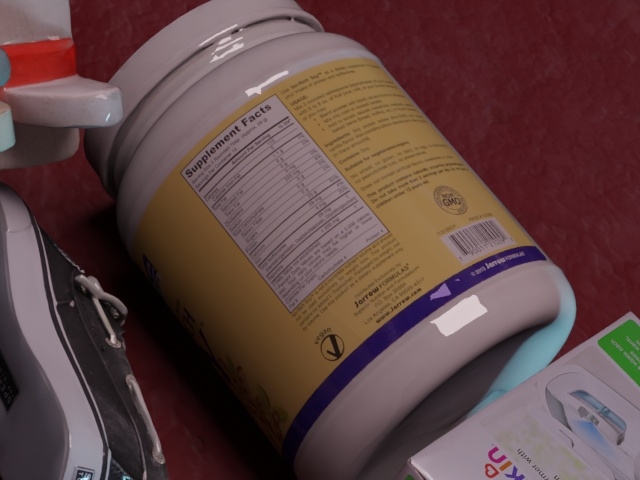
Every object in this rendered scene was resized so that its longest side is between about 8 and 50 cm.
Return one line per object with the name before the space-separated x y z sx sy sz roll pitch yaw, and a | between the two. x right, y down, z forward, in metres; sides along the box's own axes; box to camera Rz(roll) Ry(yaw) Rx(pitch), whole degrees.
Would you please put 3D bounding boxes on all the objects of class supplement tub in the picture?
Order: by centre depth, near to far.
supplement tub | 0.000 0.000 1.276 0.241 0.241 0.331 -22 64 -37

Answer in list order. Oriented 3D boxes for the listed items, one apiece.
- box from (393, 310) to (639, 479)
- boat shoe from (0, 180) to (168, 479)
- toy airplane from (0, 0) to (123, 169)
box | 0.124 0.208 1.142 0.231 0.262 0.127 -27 67 -38
boat shoe | -0.183 0.073 1.211 0.105 0.113 0.306 13 29 -38
toy airplane | -0.328 -0.104 1.123 0.384 0.386 0.272 -70 141 -59
